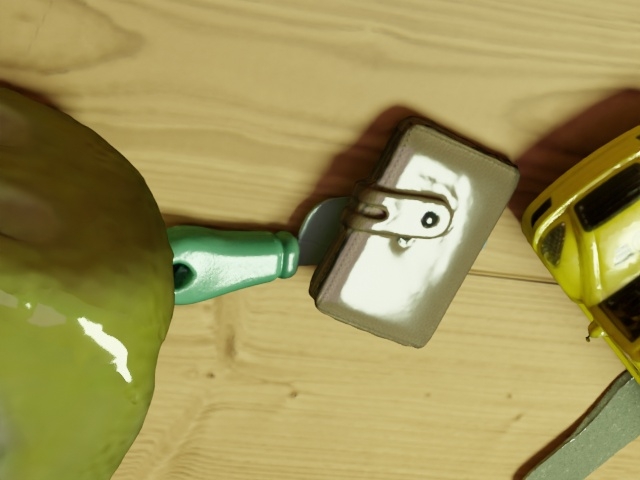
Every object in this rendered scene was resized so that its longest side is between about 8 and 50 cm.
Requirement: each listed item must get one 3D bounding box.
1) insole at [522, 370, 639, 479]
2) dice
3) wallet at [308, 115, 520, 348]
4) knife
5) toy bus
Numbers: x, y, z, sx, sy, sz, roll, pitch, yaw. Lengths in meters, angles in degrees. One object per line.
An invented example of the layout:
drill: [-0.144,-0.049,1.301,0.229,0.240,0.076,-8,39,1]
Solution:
insole: [0.234,0.146,1.593,0.192,0.010,0.063,-43,127,14]
dice: [-0.242,0.049,1.225,0.226,0.233,0.238,16,118,-26]
wallet: [0.066,-0.004,1.394,0.118,0.039,0.153,22,104,-31]
knife: [0.000,-0.001,1.401,0.260,0.034,0.063,-9,117,-20]
toy bus: [0.285,0.069,1.454,0.144,0.152,0.330,-35,126,8]
